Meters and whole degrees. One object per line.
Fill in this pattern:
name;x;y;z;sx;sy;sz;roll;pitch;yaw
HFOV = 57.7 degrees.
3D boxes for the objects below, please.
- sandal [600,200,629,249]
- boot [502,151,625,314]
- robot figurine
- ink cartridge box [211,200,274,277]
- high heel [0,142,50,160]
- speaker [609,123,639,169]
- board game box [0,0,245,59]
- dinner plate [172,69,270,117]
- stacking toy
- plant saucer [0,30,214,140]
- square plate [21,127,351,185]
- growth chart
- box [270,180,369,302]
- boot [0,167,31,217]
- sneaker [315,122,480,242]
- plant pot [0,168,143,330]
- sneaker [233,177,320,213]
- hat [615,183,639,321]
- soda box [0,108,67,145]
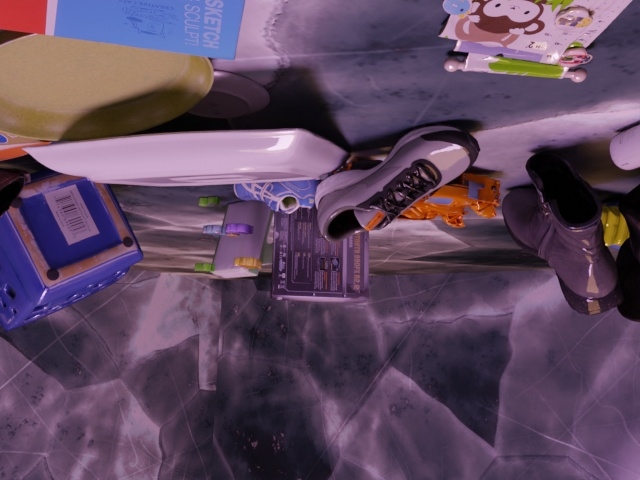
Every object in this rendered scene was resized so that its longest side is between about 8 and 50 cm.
sandal;0.583;-0.036;1.182;0.318;0.126;0.138;4;-167;-20
boot;0.381;-0.059;0.954;0.118;0.338;0.222;-27;123;4
robot figurine;0.153;-0.082;1.023;0.291;0.084;0.211;5;170;-16
ink cartridge box;-0.137;-0.010;1.255;0.235;0.171;0.056;-7;154;44
high heel;-0.499;-0.165;0.800;0.244;0.117;0.082;-17;179;-28
speaker;0.438;-0.133;0.739;0.055;0.055;0.136;4;170;-14
board game box;-0.151;-0.214;0.323;0.243;0.064;0.316;4;171;-12
dinner plate;-0.134;-0.175;0.721;0.141;0.017;0.141;2;172;0
stacking toy;-0.199;-0.022;1.216;0.221;0.166;0.052;-5;167;43
plant saucer;-0.230;-0.164;0.587;0.241;0.037;0.241;-14;171;-2
square plate;-0.151;-0.107;0.812;0.348;0.049;0.344;-2;-176;12
growth chart;0.186;-0.197;0.499;0.172;0.021;0.237;3;170;3
box;0.000;0.000;1.111;0.183;0.230;0.056;2;168;-8
boot;-0.565;-0.060;0.789;0.229;0.263;0.091;25;135;1
sneaker;0.108;-0.072;0.844;0.272;0.108;0.100;-27;129;30
plant pot;-0.463;-0.006;1.011;0.236;0.235;0.212;-28;-176;-41
sneaker;-0.085;-0.090;1.037;0.080;0.081;0.211;8;171;-42
hat;0.547;-0.037;0.886;0.134;0.331;0.331;44;161;-9
soda box;-0.382;-0.158;0.718;0.182;0.061;0.058;-1;165;15
